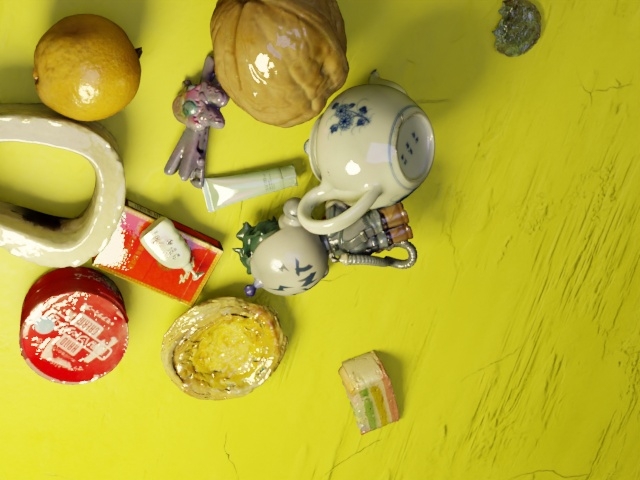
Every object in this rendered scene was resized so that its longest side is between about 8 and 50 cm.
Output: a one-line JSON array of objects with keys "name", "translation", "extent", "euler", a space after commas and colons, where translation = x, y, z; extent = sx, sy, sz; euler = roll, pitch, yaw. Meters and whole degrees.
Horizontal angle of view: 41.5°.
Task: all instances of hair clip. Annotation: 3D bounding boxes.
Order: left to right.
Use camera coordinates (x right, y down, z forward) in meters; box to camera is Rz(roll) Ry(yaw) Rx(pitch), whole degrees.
[{"name": "hair clip", "translation": [-0.247, -0.233, 1.721], "extent": [0.090, 0.137, 0.278], "euler": [-9, 118, -51]}]

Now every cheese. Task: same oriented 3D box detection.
[{"name": "cheese", "translation": [-0.554, -0.114, 1.655], "extent": [0.332, 0.153, 0.292], "euler": [17, 104, -19]}]

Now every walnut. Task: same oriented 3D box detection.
[{"name": "walnut", "translation": [-0.074, -0.372, 1.627], "extent": [0.252, 0.277, 0.313], "euler": [-13, 155, 18]}]

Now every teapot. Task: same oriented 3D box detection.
[{"name": "teapot", "translation": [0.077, -0.188, 1.716], "extent": [0.252, 0.280, 0.423], "euler": [51, 55, -42]}]

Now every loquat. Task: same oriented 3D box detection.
[{"name": "loquat", "translation": [-0.434, -0.322, 1.584], "extent": [0.208, 0.208, 0.208], "euler": [-5, 111, -14]}]

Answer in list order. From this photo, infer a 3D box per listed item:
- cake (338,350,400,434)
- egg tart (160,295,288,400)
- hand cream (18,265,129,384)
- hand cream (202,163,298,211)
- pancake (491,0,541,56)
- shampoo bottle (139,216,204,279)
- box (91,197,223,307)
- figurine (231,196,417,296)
[{"name": "cake", "translation": [0.129, 0.392, 2.076], "extent": [0.110, 0.090, 0.225], "euler": [-24, 115, -10]}, {"name": "egg tart", "translation": [-0.218, 0.230, 1.908], "extent": [0.291, 0.107, 0.290], "euler": [-8, 116, -17]}, {"name": "hand cream", "translation": [-0.519, 0.176, 1.780], "extent": [0.230, 0.149, 0.230], "euler": [-6, 111, -16]}, {"name": "hand cream", "translation": [-0.152, -0.120, 1.825], "extent": [0.205, 0.050, 0.078], "euler": [-14, 112, -6]}, {"name": "pancake", "translation": [0.436, -0.470, 1.868], "extent": [0.116, 0.022, 0.129], "euler": [10, 107, -21]}, {"name": "shampoo bottle", "translation": [-0.305, 0.027, 1.763], "extent": [0.077, 0.045, 0.152], "euler": [-38, 115, -1]}, {"name": "box", "translation": [-0.349, 0.028, 1.815], "extent": [0.240, 0.074, 0.153], "euler": [26, 97, -22]}, {"name": "figurine", "translation": [-0.001, -0.004, 1.834], "extent": [0.382, 0.186, 0.261], "euler": [-21, 125, -1]}]
